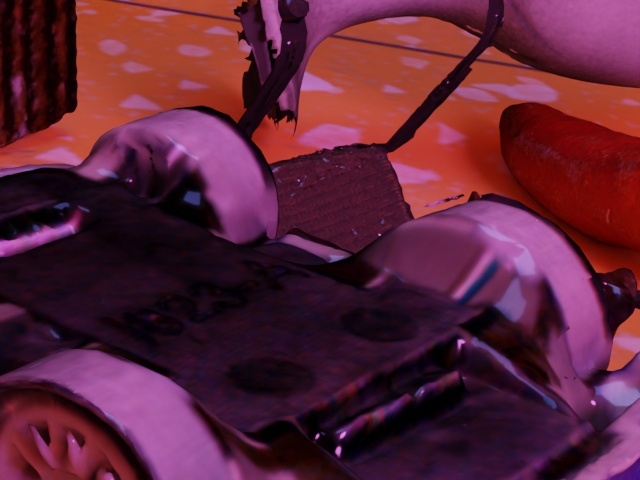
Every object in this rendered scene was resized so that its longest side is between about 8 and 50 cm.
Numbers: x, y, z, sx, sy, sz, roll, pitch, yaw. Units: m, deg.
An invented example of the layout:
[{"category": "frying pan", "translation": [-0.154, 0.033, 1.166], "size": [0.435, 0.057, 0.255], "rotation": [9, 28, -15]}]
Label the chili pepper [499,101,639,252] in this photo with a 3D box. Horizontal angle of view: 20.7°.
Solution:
[{"category": "chili pepper", "translation": [0.150, -0.029, 0.854], "size": [0.071, 0.063, 0.272], "rotation": [-2, 13, -26]}]

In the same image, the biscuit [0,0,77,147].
[{"category": "biscuit", "translation": [-0.172, -0.170, 0.832], "size": [0.106, 0.252, 0.070], "rotation": [28, 39, 30]}]

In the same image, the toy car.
[{"category": "toy car", "translation": [-0.043, 0.065, 0.452], "size": [0.235, 0.158, 0.172], "rotation": [22, 26, 31]}]

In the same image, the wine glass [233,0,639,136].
[{"category": "wine glass", "translation": [0.124, -0.157, 0.899], "size": [0.357, 0.190, 0.190], "rotation": [-11, 25, -1]}]

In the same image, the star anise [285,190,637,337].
[{"category": "star anise", "translation": [0.048, 0.062, 0.555], "size": [0.168, 0.168, 0.057], "rotation": [0, -15, -18]}]

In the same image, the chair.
[{"category": "chair", "translation": [0.000, 0.000, 0.715], "size": [0.174, 0.149, 0.213], "rotation": [-14, -9, -38]}]
